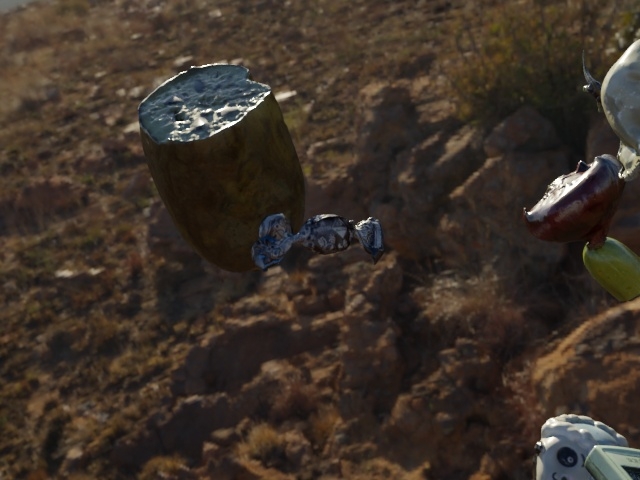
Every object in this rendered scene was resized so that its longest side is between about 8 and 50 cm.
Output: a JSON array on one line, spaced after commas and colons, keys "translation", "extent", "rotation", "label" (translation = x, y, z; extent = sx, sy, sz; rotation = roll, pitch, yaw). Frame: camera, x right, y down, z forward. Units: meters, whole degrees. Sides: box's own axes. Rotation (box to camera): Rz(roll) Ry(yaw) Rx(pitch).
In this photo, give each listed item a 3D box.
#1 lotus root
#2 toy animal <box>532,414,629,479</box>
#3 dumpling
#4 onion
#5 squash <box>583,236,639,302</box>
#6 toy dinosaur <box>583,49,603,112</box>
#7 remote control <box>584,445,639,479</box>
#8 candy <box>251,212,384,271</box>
[{"translation": [-0.154, -0.103, 1.424], "extent": [0.250, 0.346, 0.250], "rotation": [-11, 42, 10], "label": "lotus root"}, {"translation": [0.514, 0.455, 1.664], "extent": [0.156, 0.208, 0.204], "rotation": [4, -2, 39], "label": "toy animal"}, {"translation": [0.414, -0.190, 1.005], "extent": [0.142, 0.247, 0.172], "rotation": [25, -3, 15], "label": "dumpling"}, {"translation": [0.630, -0.075, 2.037], "extent": [0.272, 0.195, 0.272], "rotation": [-37, -3, -2], "label": "onion"}, {"translation": [0.724, 0.063, 2.114], "extent": [0.123, 0.186, 0.123], "rotation": [-47, 18, 21], "label": "squash"}, {"translation": [0.592, -0.321, 1.831], "extent": [0.037, 0.058, 0.180], "rotation": [-24, 65, -2], "label": "toy dinosaur"}, {"translation": [0.499, 0.401, 1.131], "extent": [0.145, 0.050, 0.344], "rotation": [13, 21, -24], "label": "remote control"}, {"translation": [0.000, 0.000, 1.250], "extent": [0.226, 0.094, 0.051], "rotation": [-6, -5, -32], "label": "candy"}]
